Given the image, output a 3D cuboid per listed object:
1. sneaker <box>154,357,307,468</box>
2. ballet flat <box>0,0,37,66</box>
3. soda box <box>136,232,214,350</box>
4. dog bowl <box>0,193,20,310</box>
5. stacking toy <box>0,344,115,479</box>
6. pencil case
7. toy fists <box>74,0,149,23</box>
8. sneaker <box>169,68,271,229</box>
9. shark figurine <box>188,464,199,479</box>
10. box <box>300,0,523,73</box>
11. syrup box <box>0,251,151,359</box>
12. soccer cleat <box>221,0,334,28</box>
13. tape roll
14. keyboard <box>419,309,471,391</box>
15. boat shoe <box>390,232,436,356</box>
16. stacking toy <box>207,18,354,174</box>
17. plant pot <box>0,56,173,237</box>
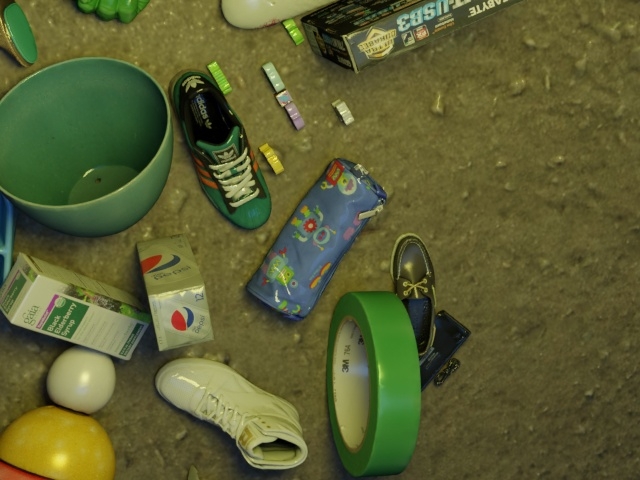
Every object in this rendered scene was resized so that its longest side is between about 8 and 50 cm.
[{"bbox_3d":[-0.152,0.311,1.960,0.292,0.169,0.108,23,102,-19],"label":"sneaker"},{"bbox_3d":[-0.508,-0.365,1.714,0.067,0.073,0.206,-11,109,18],"label":"ballet flat"},{"bbox_3d":[-0.241,0.077,1.796,0.091,0.286,0.098,-12,109,-9],"label":"soda box"},{"bbox_3d":[-0.579,0.005,1.801,0.166,0.074,0.297,3,106,-15],"label":"dog bowl"},{"bbox_3d":[-0.457,0.410,1.882,0.351,0.350,0.480,23,83,-20],"label":"stacking toy"},{"bbox_3d":[0.000,0.000,1.920,0.306,0.133,0.119,-55,145,7],"label":"pencil case"},{"bbox_3d":[-0.383,-0.448,1.695,0.279,0.096,0.142,34,97,-23],"label":"toy fists"},{"bbox_3d":[-0.164,-0.139,1.836,0.108,0.121,0.302,-28,112,-4],"label":"sneaker"},{"bbox_3d":[-0.254,0.578,2.061,0.166,0.116,0.278,-29,126,-40],"label":"shark figurine"},{"bbox_3d":[0.139,-0.369,1.748,0.295,0.293,0.073,-25,112,-6],"label":"box"},{"bbox_3d":[-0.409,0.112,1.828,0.237,0.096,0.093,25,98,-41],"label":"syrup box"},{"bbox_3d":[-0.004,-0.435,1.770,0.331,0.143,0.116,-25,112,-5],"label":"soccer cleat"},{"bbox_3d":[0.087,0.249,1.918,0.077,0.321,0.321,-1,108,-15],"label":"tape roll"},{"bbox_3d":[0.212,0.228,2.106,0.108,0.023,0.180,38,96,-15],"label":"keyboard"},{"bbox_3d":[0.177,0.101,2.023,0.081,0.068,0.227,-7,104,-4],"label":"boat shoe"},{"bbox_3d":[-0.064,-0.246,1.865,0.167,0.052,0.221,-33,112,-3],"label":"stacking toy"},{"bbox_3d":[-0.359,-0.118,1.737,0.290,0.290,0.195,-22,148,-7],"label":"plant pot"}]
